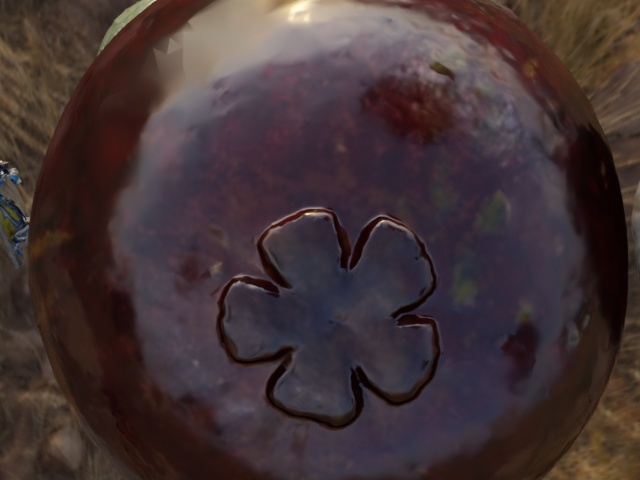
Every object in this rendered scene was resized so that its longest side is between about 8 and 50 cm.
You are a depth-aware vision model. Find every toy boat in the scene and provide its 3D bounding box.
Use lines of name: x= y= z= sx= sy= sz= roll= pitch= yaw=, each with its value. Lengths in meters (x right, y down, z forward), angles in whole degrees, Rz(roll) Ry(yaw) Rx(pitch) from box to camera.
toy boat: x=-0.311 y=-0.043 z=1.342 sx=0.066 sy=0.210 sz=0.084 roll=-29 pitch=74 yaw=-9

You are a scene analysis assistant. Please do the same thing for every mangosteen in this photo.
mangosteen: x=0.000 y=0.000 z=0.541 sx=0.215 sy=0.257 sz=0.215 roll=-1 pitch=99 yaw=-4

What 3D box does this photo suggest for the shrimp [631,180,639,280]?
shrimp: x=0.258 y=-0.059 z=0.490 sx=0.116 sy=0.343 sz=0.145 roll=28 pitch=37 yaw=-41

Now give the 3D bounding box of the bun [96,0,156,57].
bun: x=-0.141 y=-0.190 z=1.476 sx=0.221 sy=0.108 sz=0.221 roll=-17 pitch=46 yaw=18
